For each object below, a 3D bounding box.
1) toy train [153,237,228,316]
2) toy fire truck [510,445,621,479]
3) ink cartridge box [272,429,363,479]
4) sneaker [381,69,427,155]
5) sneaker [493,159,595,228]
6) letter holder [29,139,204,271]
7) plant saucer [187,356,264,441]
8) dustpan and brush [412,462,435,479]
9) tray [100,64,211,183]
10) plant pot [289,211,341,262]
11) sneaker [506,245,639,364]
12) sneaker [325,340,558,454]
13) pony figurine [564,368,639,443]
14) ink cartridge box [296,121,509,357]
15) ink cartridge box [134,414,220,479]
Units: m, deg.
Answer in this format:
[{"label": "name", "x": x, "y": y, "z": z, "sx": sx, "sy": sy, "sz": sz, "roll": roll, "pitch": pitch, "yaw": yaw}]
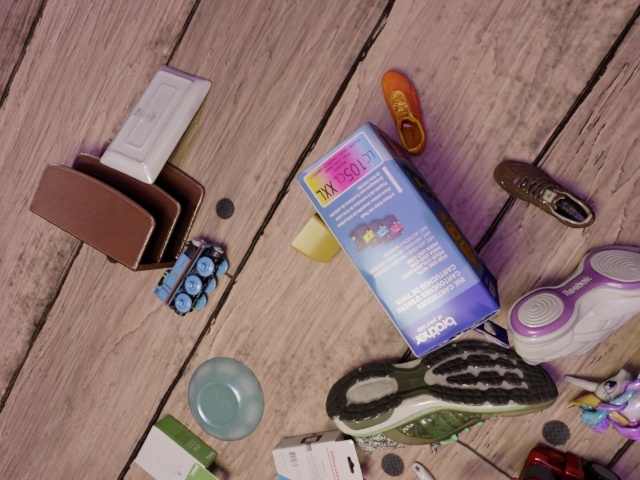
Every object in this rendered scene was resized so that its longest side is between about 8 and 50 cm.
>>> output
[{"label": "toy train", "x": -0.285, "y": 0.078, "z": 1.016, "sx": 0.105, "sy": 0.080, "sz": 0.184, "roll": 37, "pitch": 102, "yaw": 18}, {"label": "toy fire truck", "x": 0.353, "y": 0.434, "z": 0.776, "sx": 0.246, "sy": 0.217, "sz": 0.158, "roll": 24, "pitch": 99, "yaw": 25}, {"label": "ink cartridge box", "x": 0.002, "y": 0.462, "z": 0.953, "sx": 0.180, "sy": 0.060, "sz": 0.104, "roll": -15, "pitch": 87, "yaw": 17}, {"label": "sneaker", "x": 0.163, "y": -0.248, "z": 0.874, "sx": 0.064, "sy": 0.067, "sz": 0.175, "roll": -24, "pitch": 84, "yaw": 18}, {"label": "sneaker", "x": 0.397, "y": -0.087, "z": 0.808, "sx": 0.188, "sy": 0.071, "sz": 0.066, "roll": 33, "pitch": 101, "yaw": 12}, {"label": "letter holder", "x": -0.442, "y": -0.096, "z": 1.018, "sx": 0.302, "sy": 0.152, "sz": 0.214, "roll": 27, "pitch": 97, "yaw": 14}, {"label": "plant saucer", "x": -0.223, "y": 0.362, "z": 1.029, "sx": 0.195, "sy": 0.037, "sz": 0.195, "roll": 1, "pitch": 92, "yaw": 17}, {"label": "dustpan and brush", "x": 0.257, "y": 0.523, "z": 0.890, "sx": 0.211, "sy": 0.060, "sz": 0.147, "roll": 45, "pitch": 101, "yaw": 3}, {"label": "tray", "x": -0.362, "y": -0.265, "z": 1.000, "sx": 0.145, "sy": 0.030, "sz": 0.270, "roll": 23, "pitch": 77, "yaw": 15}, {"label": "plant pot", "x": 0.000, "y": 0.000, "z": 0.928, "sx": 0.083, "sy": 0.081, "sz": 0.081, "roll": 39, "pitch": 102, "yaw": 1}, {"label": "sneaker", "x": 0.463, "y": 0.113, "z": 0.792, "sx": 0.305, "sy": 0.114, "sz": 0.152, "roll": -25, "pitch": 129, "yaw": 1}, {"label": "sneaker", "x": 0.227, "y": 0.317, "z": 0.869, "sx": 0.410, "sy": 0.158, "sz": 0.182, "roll": -12, "pitch": 120, "yaw": 15}, {"label": "pony figurine", "x": 0.610, "y": 0.251, "z": 0.684, "sx": 0.363, "sy": 0.303, "sz": 0.351, "roll": -50, "pitch": 47, "yaw": 16}, {"label": "ink cartridge box", "x": 0.164, "y": 0.017, "z": 0.778, "sx": 0.151, "sy": 0.270, "sz": 0.395, "roll": -35, "pitch": 83, "yaw": 19}, {"label": "ink cartridge box", "x": -0.309, "y": 0.512, "z": 1.047, "sx": 0.209, "sy": 0.062, "sz": 0.109, "roll": 32, "pitch": 101, "yaw": 13}]
